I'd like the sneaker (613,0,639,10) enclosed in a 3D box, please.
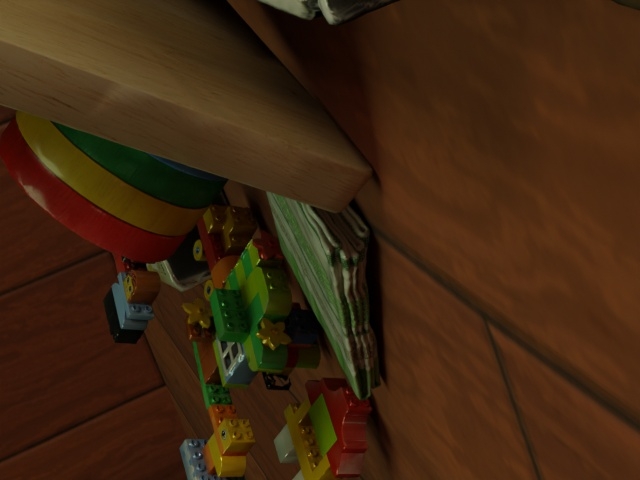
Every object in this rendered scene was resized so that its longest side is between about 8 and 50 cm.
[{"bbox_3d":[0.004,-0.167,0.255,0.282,0.153,0.099,38,-178,-29],"label":"sneaker"}]

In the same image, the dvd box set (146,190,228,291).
[{"bbox_3d":[-0.172,-0.119,1.328,0.420,0.062,0.307,-175,61,-78],"label":"dvd box set"}]

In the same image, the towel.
[{"bbox_3d":[0.000,0.000,0.827,0.152,0.023,0.113,79,167,-59],"label":"towel"}]

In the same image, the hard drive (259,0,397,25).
[{"bbox_3d":[-0.058,-0.203,0.540,0.339,0.064,0.236,-137,25,-68],"label":"hard drive"}]

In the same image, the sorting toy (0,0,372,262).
[{"bbox_3d":[-0.146,-0.097,0.678,0.257,0.089,0.255,17,-154,-48],"label":"sorting toy"}]

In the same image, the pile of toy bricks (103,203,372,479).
[{"bbox_3d":[-0.044,0.042,0.959,0.105,0.118,0.212,-55,42,40],"label":"pile of toy bricks"}]
